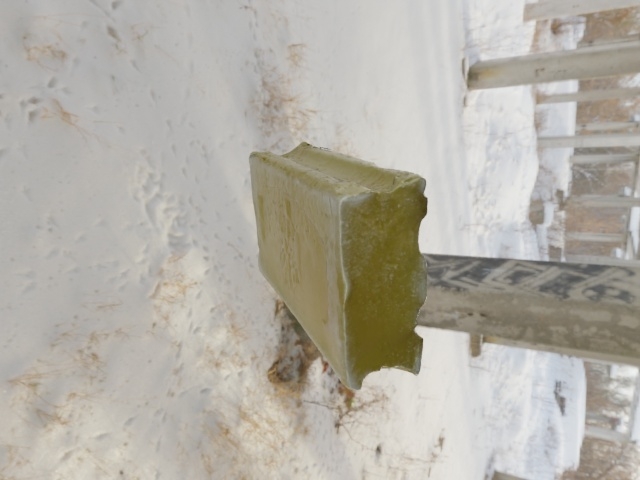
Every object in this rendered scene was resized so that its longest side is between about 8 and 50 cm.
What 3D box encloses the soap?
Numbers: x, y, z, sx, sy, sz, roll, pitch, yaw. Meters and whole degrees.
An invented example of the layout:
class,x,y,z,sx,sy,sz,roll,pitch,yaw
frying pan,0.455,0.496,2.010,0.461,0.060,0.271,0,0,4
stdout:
class,x,y,z,sx,sy,sz,roll,pitch,yaw
soap,0.000,0.000,0.526,0.091,0.315,0.199,-9,111,-21
